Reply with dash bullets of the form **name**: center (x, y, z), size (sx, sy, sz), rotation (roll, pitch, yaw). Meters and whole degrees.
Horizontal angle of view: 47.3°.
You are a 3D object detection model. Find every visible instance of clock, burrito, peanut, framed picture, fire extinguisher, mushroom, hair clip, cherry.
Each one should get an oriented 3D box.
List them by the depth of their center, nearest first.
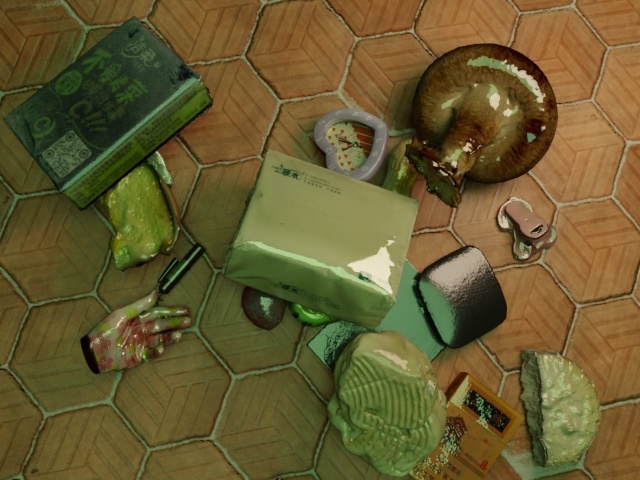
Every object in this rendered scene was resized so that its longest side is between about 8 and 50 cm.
- **mushroom**: center (0.358, -0.291, 1.688), size (0.334, 0.356, 0.331), rotation (-44, 72, 25)
- **cherry**: center (-0.138, 0.103, 1.718), size (0.107, 0.090, 0.225), rotation (-13, 77, 11)
- **fire extinguisher**: center (-0.344, 0.074, 1.725), size (0.049, 0.035, 0.173), rotation (40, 79, -4)
- **burrito**: center (-0.399, -0.176, 1.738), size (0.074, 0.044, 0.118), rotation (-16, 89, -3)
- **clock**: center (0.084, -0.227, 1.739), size (0.172, 0.064, 0.198), rotation (-26, 69, 4)
- **framed picture**: center (0.165, 0.228, 1.770), size (0.324, 0.013, 0.244), rotation (-43, 90, -8)
- **peanut**: center (0.193, -0.152, 1.774), size (0.087, 0.087, 0.206), rotation (20, 85, -3)
- **hair clip**: center (0.508, -0.032, 1.821), size (0.123, 0.102, 0.138), rotation (-36, 56, -10)

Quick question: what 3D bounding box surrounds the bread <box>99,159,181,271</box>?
- **bread**: center (-0.406, -0.045, 1.681), size (0.174, 0.133, 0.251), rotation (-25, 71, 1)

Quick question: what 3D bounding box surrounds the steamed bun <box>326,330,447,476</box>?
- **steamed bun**: center (0.150, 0.344, 1.653), size (0.289, 0.203, 0.276), rotation (41, 109, -1)

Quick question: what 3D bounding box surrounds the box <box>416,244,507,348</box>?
- **box**: center (0.343, 0.136, 1.774), size (0.201, 0.042, 0.212), rotation (-26, 85, -14)

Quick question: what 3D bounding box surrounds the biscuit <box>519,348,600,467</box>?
- **biscuit**: center (0.581, 0.391, 1.757), size (0.179, 0.084, 0.281), rotation (-9, 85, -6)

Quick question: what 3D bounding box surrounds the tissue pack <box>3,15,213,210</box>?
- **tissue pack**: center (-0.480, -0.295, 1.658), size (0.394, 0.124, 0.288), rotation (-42, 65, -7)

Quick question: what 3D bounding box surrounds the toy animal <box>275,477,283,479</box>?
- **toy animal**: center (-0.046, 0.644, 1.655), size (0.218, 0.116, 0.179), rotation (41, 81, -7)

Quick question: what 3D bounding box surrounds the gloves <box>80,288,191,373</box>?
- **gloves**: center (-0.414, 0.209, 1.667), size (0.241, 0.126, 0.145), rotation (-21, 81, -35)

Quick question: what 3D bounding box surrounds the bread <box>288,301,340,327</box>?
- **bread**: center (-0.006, 0.145, 1.730), size (0.139, 0.071, 0.130), rotation (-29, 86, -15)

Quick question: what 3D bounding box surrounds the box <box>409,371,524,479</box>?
- **box**: center (0.329, 0.472, 1.729), size (0.174, 0.076, 0.274), rotation (38, 82, -2)

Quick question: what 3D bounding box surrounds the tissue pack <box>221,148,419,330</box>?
- **tissue pack**: center (0.000, 0.000, 1.642), size (0.380, 0.207, 0.297), rotation (18, 56, -4)
